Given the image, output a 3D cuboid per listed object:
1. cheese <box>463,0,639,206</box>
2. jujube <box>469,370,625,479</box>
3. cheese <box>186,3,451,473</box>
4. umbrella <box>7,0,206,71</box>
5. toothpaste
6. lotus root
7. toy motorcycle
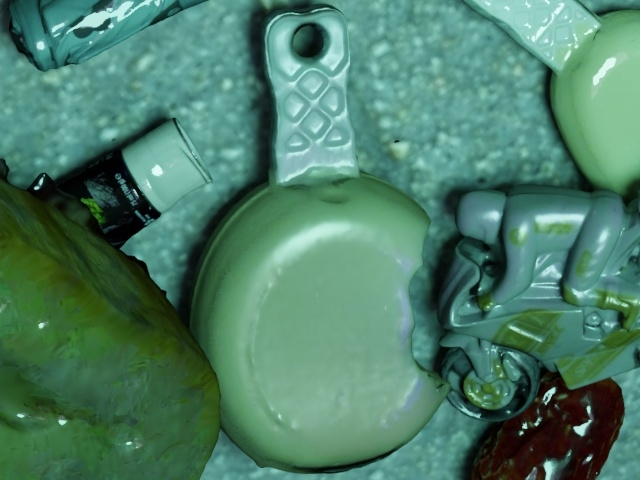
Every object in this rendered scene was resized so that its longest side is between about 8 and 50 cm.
[{"bbox_3d":[0.165,-0.108,1.106,0.235,0.050,0.127,35,100,-24],"label":"cheese"},{"bbox_3d":[0.150,0.137,1.186,0.077,0.077,0.129,30,94,-25],"label":"jujube"},{"bbox_3d":[0.000,0.000,1.082,0.163,0.082,0.286,-6,111,-16],"label":"cheese"},{"bbox_3d":[-0.058,-0.164,1.015,0.250,0.053,0.052,-25,115,-5],"label":"umbrella"},{"bbox_3d":[-0.154,-0.001,1.059,0.193,0.045,0.071,-31,116,3],"label":"toothpaste"},{"bbox_3d":[-0.241,0.115,0.983,0.390,0.111,0.375,-14,128,-26],"label":"lotus root"},{"bbox_3d":[0.150,0.020,1.114,0.225,0.073,0.152,-28,110,22],"label":"toy motorcycle"}]
